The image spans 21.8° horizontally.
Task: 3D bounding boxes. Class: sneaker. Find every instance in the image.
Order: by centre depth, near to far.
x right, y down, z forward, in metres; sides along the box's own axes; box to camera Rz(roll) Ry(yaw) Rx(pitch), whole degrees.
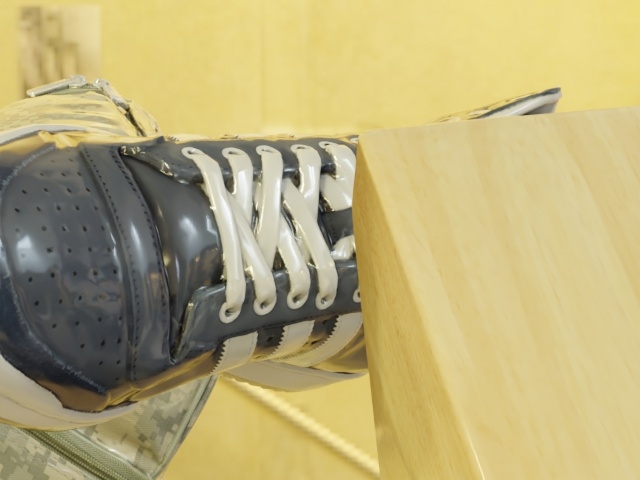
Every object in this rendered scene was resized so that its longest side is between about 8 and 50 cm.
[{"bbox_3d":[0.000,0.000,0.553,0.153,0.099,0.282,-14,-10,26],"label":"sneaker"}]

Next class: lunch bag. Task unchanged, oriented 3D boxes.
[{"bbox_3d":[-0.178,0.034,1.064,0.212,0.256,0.305,41,2,-22],"label":"lunch bag"}]

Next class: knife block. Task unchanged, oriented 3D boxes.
[{"bbox_3d":[0.083,0.101,0.296,0.088,0.276,0.242,-6,-2,-11],"label":"knife block"}]
